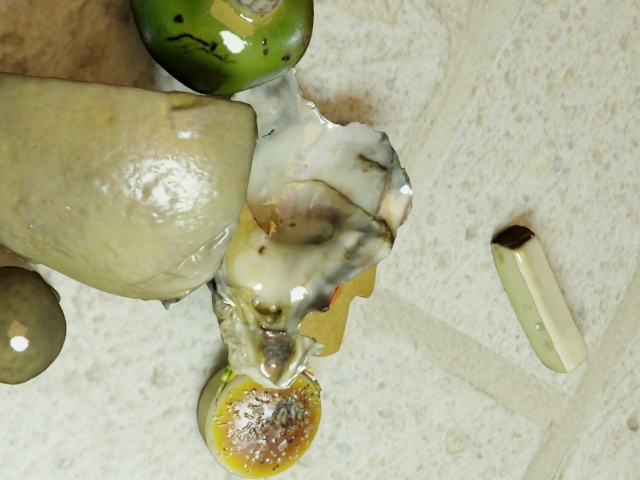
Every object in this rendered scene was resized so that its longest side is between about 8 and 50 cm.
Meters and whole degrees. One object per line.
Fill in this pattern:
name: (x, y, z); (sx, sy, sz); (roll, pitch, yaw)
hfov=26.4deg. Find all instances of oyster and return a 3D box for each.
oyster: (-0.027, -0.021, 1.342); (0.271, 0.100, 0.275); (-32, 78, -17)

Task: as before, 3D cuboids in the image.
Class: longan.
longan: (-0.280, 0.073, 1.257); (0.106, 0.106, 0.119); (62, 37, -22)

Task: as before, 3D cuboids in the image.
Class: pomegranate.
pomegranate: (-0.079, -0.227, 1.257); (0.180, 0.210, 0.179); (2, 83, -20)

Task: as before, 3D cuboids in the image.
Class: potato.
potato: (-0.218, -0.045, 1.217); (0.264, 0.189, 0.211); (8, 94, -30)

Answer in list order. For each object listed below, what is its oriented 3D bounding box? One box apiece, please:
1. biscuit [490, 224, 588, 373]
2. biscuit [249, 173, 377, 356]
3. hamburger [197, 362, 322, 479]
biscuit: (0.256, 0.071, 1.584); (0.052, 0.056, 0.188); (-37, 115, -21)
biscuit: (0.000, 0.000, 1.436); (0.238, 0.041, 0.212); (-46, 114, -15)
hamburger: (-0.059, 0.176, 1.404); (0.127, 0.081, 0.141); (30, 83, -30)
